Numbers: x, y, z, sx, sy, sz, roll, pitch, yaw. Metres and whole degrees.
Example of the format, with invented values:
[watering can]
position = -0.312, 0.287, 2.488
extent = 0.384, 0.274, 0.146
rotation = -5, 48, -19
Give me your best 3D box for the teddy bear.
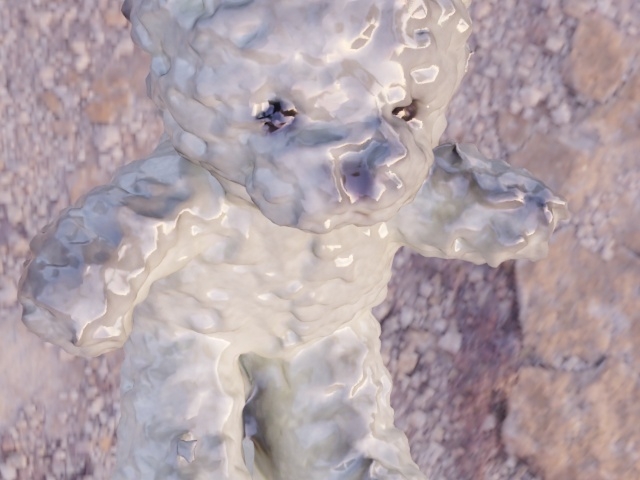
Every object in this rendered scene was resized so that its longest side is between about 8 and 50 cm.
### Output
[teddy bear]
position = 0.000, 0.000, 0.870
extent = 0.327, 0.362, 0.375
rotation = -3, 71, -22
